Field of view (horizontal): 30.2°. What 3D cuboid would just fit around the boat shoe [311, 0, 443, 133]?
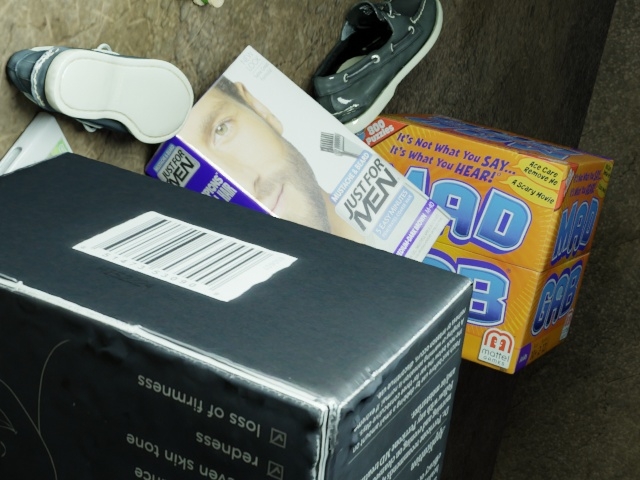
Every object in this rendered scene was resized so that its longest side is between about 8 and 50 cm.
[{"bbox_3d":[0.078,-0.303,1.788,0.340,0.127,0.113,-54,128,-31],"label":"boat shoe"}]

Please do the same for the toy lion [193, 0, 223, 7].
[{"bbox_3d":[-0.141,-0.327,1.397,0.096,0.034,0.100,38,71,-57],"label":"toy lion"}]

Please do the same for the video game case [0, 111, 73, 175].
[{"bbox_3d":[-0.308,0.002,1.265,0.193,0.023,0.212,-59,153,-28],"label":"video game case"}]

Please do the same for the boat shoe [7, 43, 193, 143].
[{"bbox_3d":[-0.228,-0.158,1.261,0.254,0.079,0.095,-5,112,-62],"label":"boat shoe"}]

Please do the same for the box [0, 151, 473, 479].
[{"bbox_3d":[-0.152,0.221,1.129,0.297,0.479,0.472,-32,134,-56],"label":"box"}]

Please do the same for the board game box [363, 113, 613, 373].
[{"bbox_3d":[0.271,-0.012,2.110,0.356,0.356,0.356,-11,116,-64],"label":"board game box"}]

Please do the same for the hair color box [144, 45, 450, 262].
[{"bbox_3d":[-0.024,-0.058,1.467,0.185,0.339,0.110,-54,-175,-36],"label":"hair color box"}]

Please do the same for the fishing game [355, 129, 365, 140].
[{"bbox_3d":[0.041,-0.188,1.883,0.264,0.041,0.189,-55,149,-34],"label":"fishing game"}]
